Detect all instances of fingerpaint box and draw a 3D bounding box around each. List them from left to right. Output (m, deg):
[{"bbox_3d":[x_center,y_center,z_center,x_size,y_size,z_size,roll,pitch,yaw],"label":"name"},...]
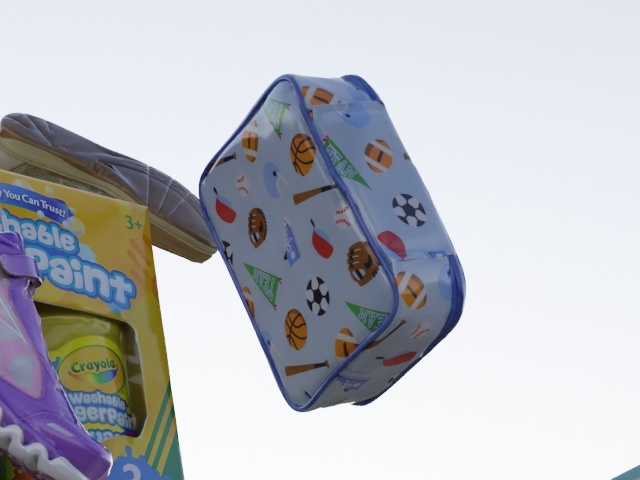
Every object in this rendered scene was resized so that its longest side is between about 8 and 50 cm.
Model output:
[{"bbox_3d":[-0.318,0.120,1.244,0.445,0.371,0.163,16,-36,-42],"label":"fingerpaint box"}]

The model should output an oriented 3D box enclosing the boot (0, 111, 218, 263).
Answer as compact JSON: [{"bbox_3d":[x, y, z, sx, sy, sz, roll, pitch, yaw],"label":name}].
[{"bbox_3d":[-0.252,0.007,1.771,0.262,0.203,0.095,26,23,-8],"label":"boot"}]

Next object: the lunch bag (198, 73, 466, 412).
[{"bbox_3d":[0.000,0.000,1.604,0.115,0.303,0.243,-4,-31,-36],"label":"lunch bag"}]

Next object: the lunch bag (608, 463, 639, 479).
[{"bbox_3d":[0.215,0.189,0.609,0.224,0.279,0.108,-29,-43,16],"label":"lunch bag"}]

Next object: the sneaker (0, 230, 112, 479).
[{"bbox_3d":[-0.202,0.050,1.013,0.236,0.104,0.095,45,-17,8],"label":"sneaker"}]
